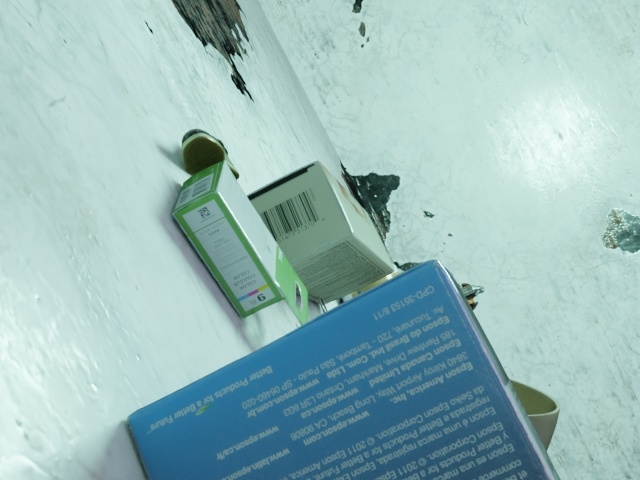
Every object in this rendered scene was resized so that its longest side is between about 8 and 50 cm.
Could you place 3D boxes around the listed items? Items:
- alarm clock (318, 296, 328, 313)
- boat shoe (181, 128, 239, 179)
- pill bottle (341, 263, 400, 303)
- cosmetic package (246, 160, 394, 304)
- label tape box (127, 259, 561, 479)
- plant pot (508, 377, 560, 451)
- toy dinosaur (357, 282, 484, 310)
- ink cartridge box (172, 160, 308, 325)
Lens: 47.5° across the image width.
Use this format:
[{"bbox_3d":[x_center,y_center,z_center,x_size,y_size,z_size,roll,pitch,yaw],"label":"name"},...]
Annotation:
[{"bbox_3d":[0.039,0.166,1.145,0.192,0.064,0.129,62,9,-22],"label":"alarm clock"},{"bbox_3d":[-0.152,-0.113,0.962,0.049,0.056,0.152,60,-1,18],"label":"boat shoe"},{"bbox_3d":[0.141,0.173,1.464,0.229,0.131,0.131,64,10,8],"label":"pill bottle"},{"bbox_3d":[0.000,0.000,1.145,0.129,0.153,0.296,67,9,19],"label":"cosmetic package"},{"bbox_3d":[0.053,0.223,0.496,0.348,0.249,0.115,64,10,13],"label":"label tape box"},{"bbox_3d":[0.124,0.257,0.868,0.284,0.284,0.191,2,97,-79],"label":"plant pot"},{"bbox_3d":[0.175,0.120,1.292,0.322,0.218,0.164,32,39,-51],"label":"toy dinosaur"},{"bbox_3d":[-0.091,0.019,0.873,0.209,0.062,0.109,59,10,-22],"label":"ink cartridge box"}]
